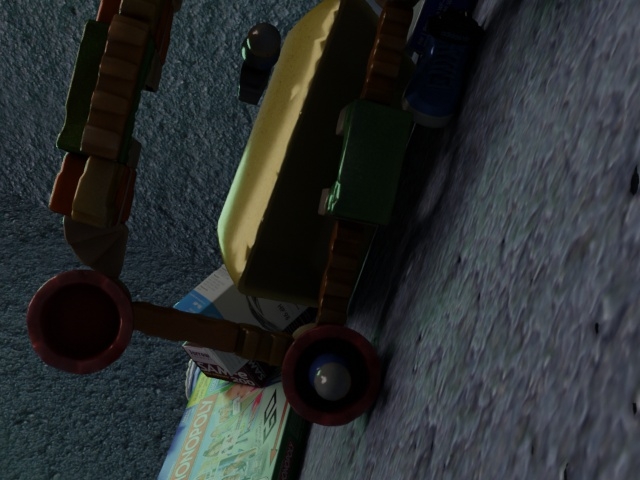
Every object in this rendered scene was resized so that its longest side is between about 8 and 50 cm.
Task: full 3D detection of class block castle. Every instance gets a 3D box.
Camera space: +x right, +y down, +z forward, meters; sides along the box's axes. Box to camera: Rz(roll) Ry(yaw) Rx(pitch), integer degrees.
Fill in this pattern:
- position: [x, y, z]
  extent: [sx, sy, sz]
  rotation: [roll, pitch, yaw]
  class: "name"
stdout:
- position: [-0.060, -0.094, 0.753]
  extent: [0.213, 0.302, 0.454]
  rotation: [-161, 84, -83]
  class: "block castle"

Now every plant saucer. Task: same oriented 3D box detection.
- position: [-0.001, -0.091, 1.032]
  extent: [0.333, 0.081, 0.333]
  rotation: [22, -92, -68]
  class: "plant saucer"

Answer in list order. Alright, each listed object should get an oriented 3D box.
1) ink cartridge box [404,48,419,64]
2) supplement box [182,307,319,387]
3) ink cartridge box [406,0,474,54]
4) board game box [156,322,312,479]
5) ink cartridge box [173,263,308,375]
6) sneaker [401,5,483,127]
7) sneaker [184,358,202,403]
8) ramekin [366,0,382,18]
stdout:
- position: [0.107, -0.224, 1.492]
  extent: [0.208, 0.045, 0.206]
  rotation: [112, 179, -50]
  class: "ink cartridge box"
- position: [-0.075, 0.097, 1.270]
  extent: [0.130, 0.073, 0.239]
  rotation: [1, 42, 47]
  class: "supplement box"
- position: [0.157, -0.317, 1.110]
  extent: [0.333, 0.065, 0.165]
  rotation: [-76, 7, -74]
  class: "ink cartridge box"
- position: [-0.111, 0.260, 1.169]
  extent: [0.213, 0.046, 0.317]
  rotation: [-25, 25, 23]
  class: "board game box"
- position: [-0.086, 0.072, 1.131]
  extent: [0.180, 0.104, 0.060]
  rotation: [-41, 31, -16]
  class: "ink cartridge box"
- position: [0.122, -0.180, 0.867]
  extent: [0.152, 0.058, 0.085]
  rotation: [-64, -11, -49]
  class: "sneaker"
- position: [-0.120, 0.195, 1.598]
  extent: [0.330, 0.130, 0.147]
  rotation: [-53, 29, -16]
  class: "sneaker"
- position: [0.080, -0.417, 1.898]
  extent: [0.277, 0.135, 0.277]
  rotation: [-55, -2, -3]
  class: "ramekin"
